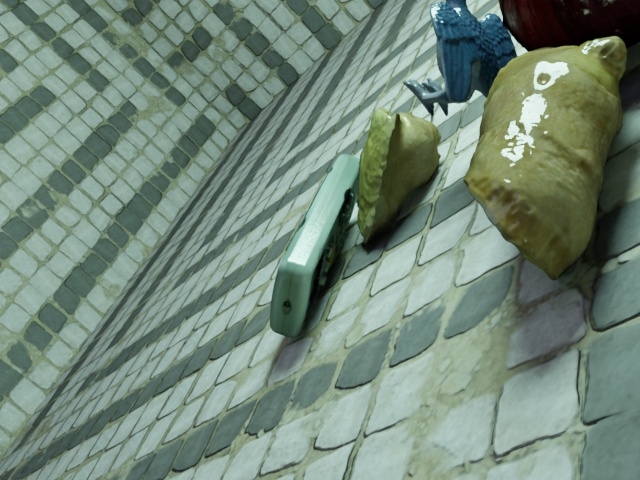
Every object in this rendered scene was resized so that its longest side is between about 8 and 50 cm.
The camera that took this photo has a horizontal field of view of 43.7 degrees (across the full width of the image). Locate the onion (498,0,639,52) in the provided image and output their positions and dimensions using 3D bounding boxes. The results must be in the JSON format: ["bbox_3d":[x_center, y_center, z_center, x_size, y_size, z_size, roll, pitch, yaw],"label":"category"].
[{"bbox_3d":[0.312,-0.318,0.894,0.252,0.219,0.252,-33,21,14],"label":"onion"}]

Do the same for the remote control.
[{"bbox_3d":[0.000,0.000,1.143,0.296,0.056,0.140,-63,-10,-49],"label":"remote control"}]

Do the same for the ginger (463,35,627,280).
[{"bbox_3d":[0.213,-0.092,0.765,0.190,0.126,0.354,-38,21,41],"label":"ginger"}]

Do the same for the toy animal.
[{"bbox_3d":[0.183,-0.230,0.973,0.239,0.255,0.176,-18,-23,-52],"label":"toy animal"}]

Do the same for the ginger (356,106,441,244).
[{"bbox_3d":[0.109,-0.087,1.127,0.115,0.122,0.193,40,121,57],"label":"ginger"}]
